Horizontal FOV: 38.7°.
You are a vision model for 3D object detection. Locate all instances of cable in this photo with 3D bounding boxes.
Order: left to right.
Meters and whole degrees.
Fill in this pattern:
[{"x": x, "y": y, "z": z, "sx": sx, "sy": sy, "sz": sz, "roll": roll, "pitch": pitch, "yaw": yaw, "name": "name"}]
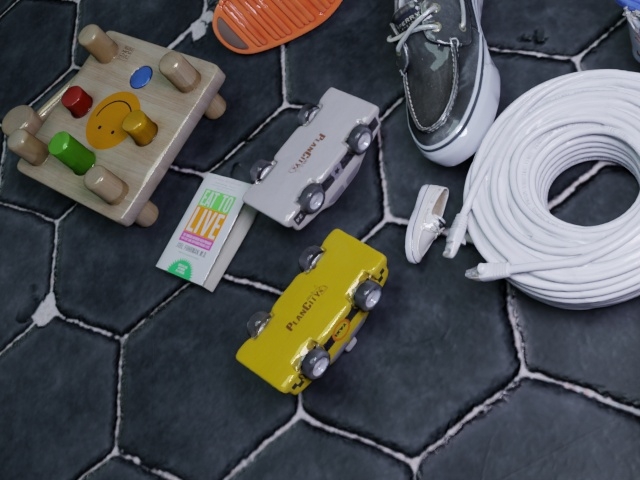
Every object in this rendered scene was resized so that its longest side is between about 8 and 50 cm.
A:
[{"x": 0.277, "y": -0.052, "z": 0.938, "sx": 0.257, "sy": 0.089, "sz": 0.257, "roll": 7, "pitch": 69, "yaw": 30, "name": "cable"}]

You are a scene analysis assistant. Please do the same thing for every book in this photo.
[{"x": -0.144, "y": -0.013, "z": 1.185, "sx": 0.096, "sy": 0.035, "sz": 0.144, "roll": 18, "pitch": 76, "yaw": 38, "name": "book"}]

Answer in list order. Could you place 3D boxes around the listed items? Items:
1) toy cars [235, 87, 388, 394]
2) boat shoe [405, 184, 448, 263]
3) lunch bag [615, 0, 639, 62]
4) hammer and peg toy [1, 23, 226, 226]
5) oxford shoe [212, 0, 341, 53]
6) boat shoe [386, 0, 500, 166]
[{"x": 0.000, "y": 0.000, "z": 1.068, "sx": 0.176, "sy": 0.087, "sz": 0.393, "roll": -12, "pitch": 57, "yaw": 18, "name": "toy cars"}, {"x": 0.124, "y": -0.019, "z": 1.038, "sx": 0.035, "sy": 0.035, "sz": 0.100, "roll": 2, "pitch": 60, "yaw": 33, "name": "boat shoe"}, {"x": 0.451, "y": -0.265, "z": 0.899, "sx": 0.303, "sy": 0.115, "sz": 0.243, "roll": -32, "pitch": 34, "yaw": 1, "name": "lunch bag"}, {"x": -0.323, "y": -0.190, "z": 1.311, "sx": 0.361, "sy": 0.127, "sz": 0.266, "roll": 25, "pitch": 79, "yaw": 36, "name": "hammer and peg toy"}, {"x": -0.001, "y": -0.399, "z": 1.275, "sx": 0.364, "sy": 0.130, "sz": 0.133, "roll": -37, "pitch": 21, "yaw": 15, "name": "oxford shoe"}, {"x": 0.129, "y": -0.242, "z": 1.084, "sx": 0.121, "sy": 0.119, "sz": 0.335, "roll": -27, "pitch": 48, "yaw": 36, "name": "boat shoe"}]
